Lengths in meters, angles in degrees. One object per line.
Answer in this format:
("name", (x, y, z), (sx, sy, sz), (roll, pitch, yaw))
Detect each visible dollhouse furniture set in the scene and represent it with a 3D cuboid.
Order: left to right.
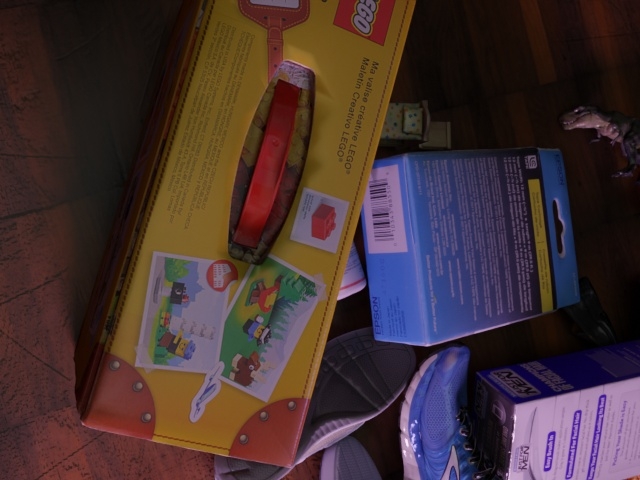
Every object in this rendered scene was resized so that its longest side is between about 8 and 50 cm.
("dollhouse furniture set", (0.116, -0.216, 0.990), (0.181, 0.101, 0.161), (-2, 89, -20))

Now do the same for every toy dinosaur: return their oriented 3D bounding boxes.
("toy dinosaur", (0.524, -0.158, 1.161), (0.268, 0.064, 0.118), (6, 80, -23))

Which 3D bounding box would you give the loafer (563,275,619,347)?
("loafer", (0.439, 0.137, 1.130), (0.061, 0.062, 0.170), (-26, 108, 20))

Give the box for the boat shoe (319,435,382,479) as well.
("boat shoe", (0.037, 0.419, 0.922), (0.109, 0.094, 0.302), (18, 51, -42))

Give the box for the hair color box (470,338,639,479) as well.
("hair color box", (0.397, 0.272, 1.053), (0.338, 0.110, 0.185), (-7, 110, -21))

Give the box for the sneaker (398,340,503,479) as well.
("sneaker", (0.194, 0.304, 0.964), (0.129, 0.147, 0.330), (-4, 96, -59))

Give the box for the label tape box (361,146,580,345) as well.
("label tape box", (0.225, -0.003, 1.010), (0.347, 0.115, 0.249), (-8, 91, -38))

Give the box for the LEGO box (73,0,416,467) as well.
("LEGO box", (-0.104, -0.065, 0.764), (0.193, 0.372, 0.500), (17, 83, -19))

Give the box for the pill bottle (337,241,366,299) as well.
("pill bottle", (0.000, 0.000, 0.950), (0.087, 0.087, 0.160), (-20, 95, -19))

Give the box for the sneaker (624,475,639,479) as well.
("sneaker", (0.558, 0.428, 1.165), (0.067, 0.064, 0.175), (-38, 107, -37))

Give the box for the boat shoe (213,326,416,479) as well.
("boat shoe", (-0.008, 0.228, 0.946), (0.320, 0.103, 0.118), (-35, 81, -23))
